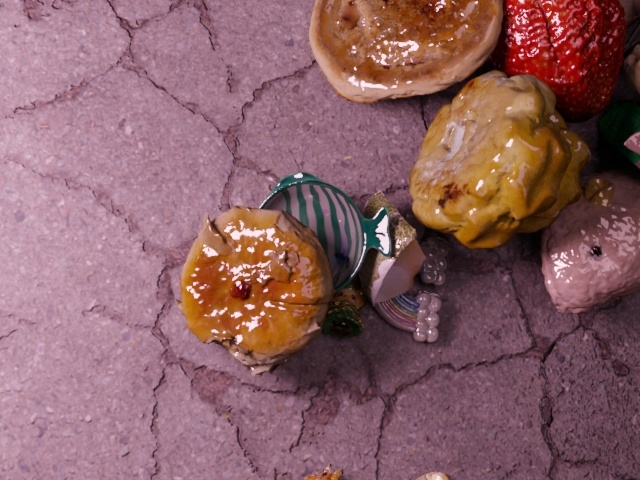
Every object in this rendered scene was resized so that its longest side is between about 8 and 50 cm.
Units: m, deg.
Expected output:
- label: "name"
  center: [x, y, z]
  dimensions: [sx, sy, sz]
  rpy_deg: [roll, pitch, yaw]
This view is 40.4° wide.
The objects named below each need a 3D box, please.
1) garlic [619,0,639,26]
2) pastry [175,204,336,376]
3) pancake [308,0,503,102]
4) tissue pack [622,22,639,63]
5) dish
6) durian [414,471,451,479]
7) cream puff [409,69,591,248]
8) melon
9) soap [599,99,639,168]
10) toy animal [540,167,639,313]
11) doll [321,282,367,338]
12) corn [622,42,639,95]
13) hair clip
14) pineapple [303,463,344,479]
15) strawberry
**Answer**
- label: "garlic"
  center: [0.576, -0.472, 1.661]
  dimensions: [0.218, 0.219, 0.212]
  rpy_deg: [-24, 42, -20]
- label: "pastry"
  center: [-0.100, 0.068, 1.352]
  dimensions: [0.257, 0.121, 0.236]
  rpy_deg: [37, 97, 12]
- label: "pancake"
  center: [0.139, -0.400, 1.523]
  dimensions: [0.355, 0.065, 0.357]
  rpy_deg: [-6, 75, 23]
- label: "tissue pack"
  center: [0.837, -0.359, 1.704]
  dimensions: [0.416, 0.253, 0.264]
  rpy_deg: [38, 69, -2]
- label: "dish"
  center: [0.000, 0.000, 1.435]
  dimensions: [0.245, 0.078, 0.224]
  rpy_deg: [-5, 84, 12]
- label: "durian"
  center: [0.167, 0.424, 1.416]
  dimensions: [0.130, 0.052, 0.066]
  rpy_deg: [-25, 82, -20]
- label: "cream puff"
  center: [0.321, -0.115, 1.464]
  dimensions: [0.257, 0.324, 0.291]
  rpy_deg: [25, 95, -24]
- label: "melon"
  center: [0.126, 0.002, 1.437]
  dimensions: [0.093, 0.139, 0.203]
  rpy_deg: [5, 73, -22]
- label: "soap"
  center: [0.620, -0.171, 1.585]
  dimensions: [0.217, 0.273, 0.098]
  rpy_deg: [31, 108, -8]
- label: "toy animal"
  center: [0.538, -0.020, 1.564]
  dimensions: [0.358, 0.188, 0.227]
  rpy_deg: [-19, 81, -27]
- label: "doll"
  center: [0.038, 0.115, 1.464]
  dimensions: [0.078, 0.077, 0.113]
  rpy_deg: [12, 40, -4]
- label: "corn"
  center: [0.695, -0.255, 1.603]
  dimensions: [0.305, 0.123, 0.122]
  rpy_deg: [36, 70, -6]
- label: "hair clip"
  center: [0.150, 0.061, 1.510]
  dimensions: [0.140, 0.054, 0.220]
  rpy_deg: [12, 78, -14]
- label: "pineapple"
  center: [-0.029, 0.465, 1.335]
  dimensions: [0.135, 0.079, 0.233]
  rpy_deg: [2, 76, -13]
- label: "strawberry"
  center: [0.419, -0.348, 1.541]
  dimensions: [0.249, 0.238, 0.289]
  rpy_deg: [-14, 82, 18]
